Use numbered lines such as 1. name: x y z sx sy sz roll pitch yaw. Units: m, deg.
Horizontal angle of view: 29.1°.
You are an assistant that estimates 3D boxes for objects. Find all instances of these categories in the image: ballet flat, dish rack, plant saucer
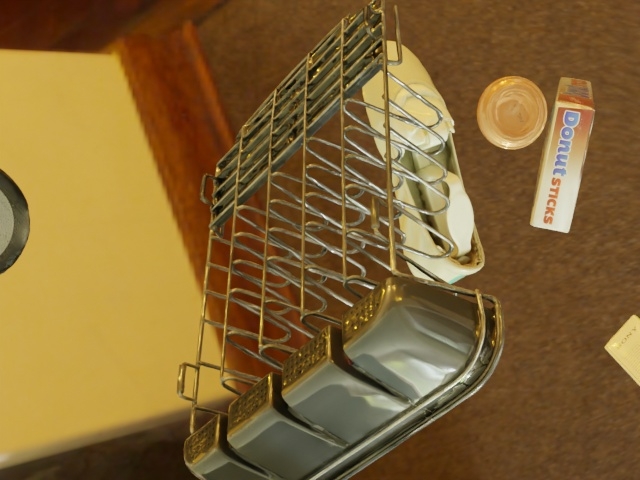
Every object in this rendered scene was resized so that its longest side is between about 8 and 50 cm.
1. ballet flat: 0.106 -0.077 1.196 0.086 0.086 0.248 -10 100 39
2. dish rack: 0.000 0.000 0.708 0.208 0.074 0.271 -40 35 37
3. plant saucer: 0.220 -0.145 1.404 0.013 0.084 0.083 -150 60 -75

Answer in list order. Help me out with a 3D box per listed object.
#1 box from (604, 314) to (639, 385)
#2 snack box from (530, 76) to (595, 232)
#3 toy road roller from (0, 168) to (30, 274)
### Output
1. box: 0.457 0.226 1.295 0.058 0.232 0.322 -49 29 11
2. snack box: 0.135 -0.053 0.686 0.022 0.178 0.064 13 104 9
3. toy road roller: -0.403 0.009 0.945 0.329 0.241 0.202 -55 23 -10
